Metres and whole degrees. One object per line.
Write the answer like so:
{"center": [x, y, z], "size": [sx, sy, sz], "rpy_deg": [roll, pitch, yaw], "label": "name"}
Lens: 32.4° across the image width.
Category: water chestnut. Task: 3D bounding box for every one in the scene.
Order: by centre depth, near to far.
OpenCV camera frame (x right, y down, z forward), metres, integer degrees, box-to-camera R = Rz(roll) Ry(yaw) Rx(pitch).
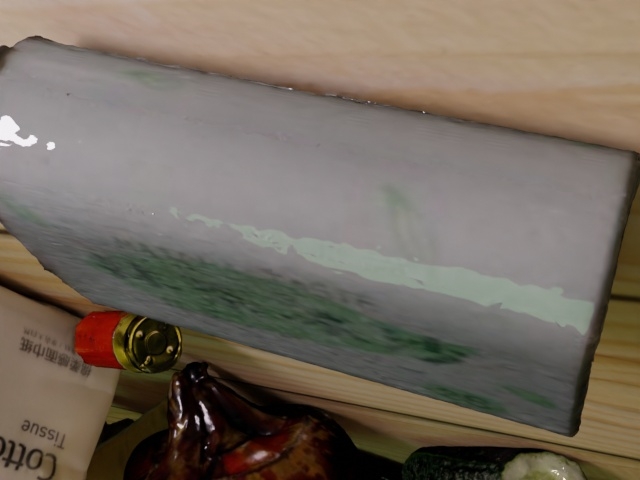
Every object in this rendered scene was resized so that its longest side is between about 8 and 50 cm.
{"center": [-0.085, 0.264, 1.063], "size": [0.244, 0.289, 0.289], "rpy_deg": [44, 167, 13], "label": "water chestnut"}

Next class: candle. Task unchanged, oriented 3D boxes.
{"center": [-0.166, 0.082, 0.911], "size": [0.052, 0.052, 0.131], "rpy_deg": [29, 161, -32], "label": "candle"}

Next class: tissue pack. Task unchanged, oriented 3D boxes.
{"center": [-0.372, 0.136, 0.922], "size": [0.194, 0.266, 0.356], "rpy_deg": [-1, 155, 47], "label": "tissue pack"}

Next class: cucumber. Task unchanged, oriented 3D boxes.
{"center": [0.141, 0.220, 0.991], "size": [0.074, 0.074, 0.241], "rpy_deg": [24, 163, -19], "label": "cucumber"}

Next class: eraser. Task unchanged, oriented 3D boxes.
{"center": [0.000, 0.000, 0.436], "size": [0.227, 0.081, 0.174], "rpy_deg": [14, 162, 16], "label": "eraser"}

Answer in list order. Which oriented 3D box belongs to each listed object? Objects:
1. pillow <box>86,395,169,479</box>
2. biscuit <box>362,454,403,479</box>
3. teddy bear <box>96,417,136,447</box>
{"center": [-0.164, 0.328, 1.330], "size": [0.312, 0.119, 0.310], "rpy_deg": [-33, 114, 26], "label": "pillow"}
{"center": [0.047, 0.295, 1.343], "size": [0.194, 0.053, 0.194], "rpy_deg": [17, 163, 6], "label": "biscuit"}
{"center": [-0.250, 0.306, 1.518], "size": [0.267, 0.156, 0.256], "rpy_deg": [28, 159, -24], "label": "teddy bear"}
